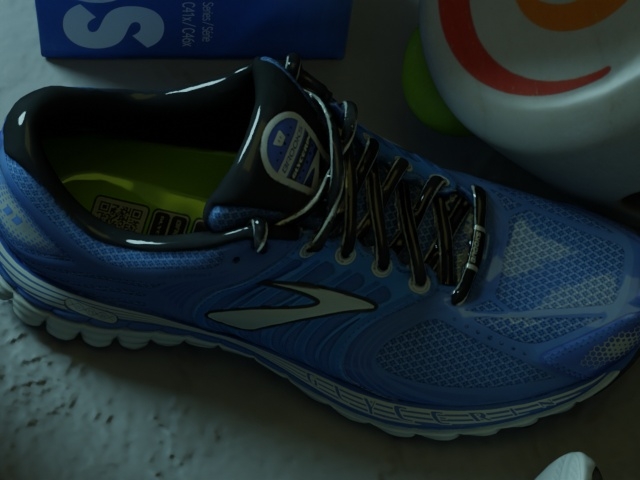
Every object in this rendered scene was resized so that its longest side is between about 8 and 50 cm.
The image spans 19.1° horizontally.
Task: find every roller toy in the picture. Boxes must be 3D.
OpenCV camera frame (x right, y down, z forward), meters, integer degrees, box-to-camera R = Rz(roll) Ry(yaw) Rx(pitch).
[{"bbox_3d":[0.161,-0.108,0.918,0.209,0.146,0.191,26,88,43],"label":"roller toy"}]

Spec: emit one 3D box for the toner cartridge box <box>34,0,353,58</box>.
[{"bbox_3d":[-0.057,-0.202,0.868,0.165,0.348,0.075,-2,64,-4],"label":"toner cartridge box"}]

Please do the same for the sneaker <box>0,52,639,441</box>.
[{"bbox_3d":[0.000,0.000,0.881,0.330,0.147,0.129,9,63,0],"label":"sneaker"}]

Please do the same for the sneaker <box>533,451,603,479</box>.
[{"bbox_3d":[0.119,0.175,0.860,0.065,0.061,0.158,20,60,-24],"label":"sneaker"}]
